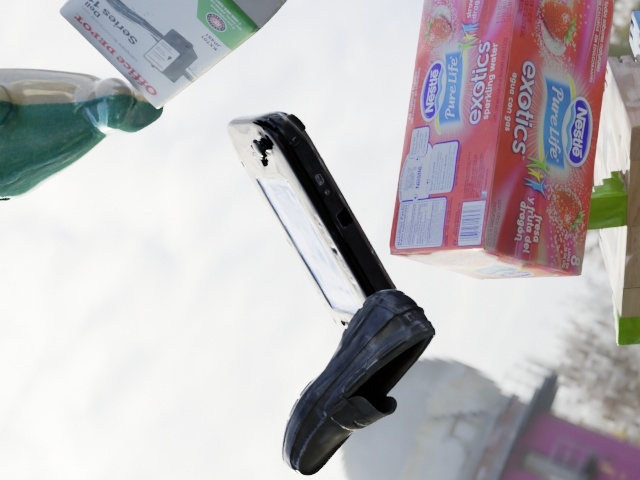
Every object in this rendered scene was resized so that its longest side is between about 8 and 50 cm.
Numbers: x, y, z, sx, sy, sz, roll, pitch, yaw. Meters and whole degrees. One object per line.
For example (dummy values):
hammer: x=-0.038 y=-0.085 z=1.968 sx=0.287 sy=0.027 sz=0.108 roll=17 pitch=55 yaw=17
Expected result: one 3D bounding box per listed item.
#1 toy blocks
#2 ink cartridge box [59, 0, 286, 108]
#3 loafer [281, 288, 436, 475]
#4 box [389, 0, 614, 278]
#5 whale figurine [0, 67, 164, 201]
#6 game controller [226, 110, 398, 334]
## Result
toy blocks: x=0.395 y=-0.101 z=1.863 sx=0.261 sy=0.191 sz=0.381 roll=-94 pitch=-2 yaw=-51
ink cartridge box: x=-0.148 y=-0.244 z=1.541 sx=0.208 sy=0.153 sz=0.087 roll=-30 pitch=20 yaw=51
loafer: x=0.035 y=0.151 z=1.496 sx=0.076 sy=0.078 sz=0.223 roll=4 pitch=-56 yaw=-51
box: x=0.186 y=-0.117 z=1.576 sx=0.142 sy=0.154 sz=0.300 roll=15 pitch=-103 yaw=-36
whale figurine: x=-0.310 y=-0.117 z=1.689 sx=0.216 sy=0.272 sz=0.141 roll=11 pitch=-103 yaw=-69
game controller: x=0.000 y=0.000 z=1.669 sx=0.067 sy=0.166 sz=0.319 roll=-36 pitch=-75 yaw=-25
